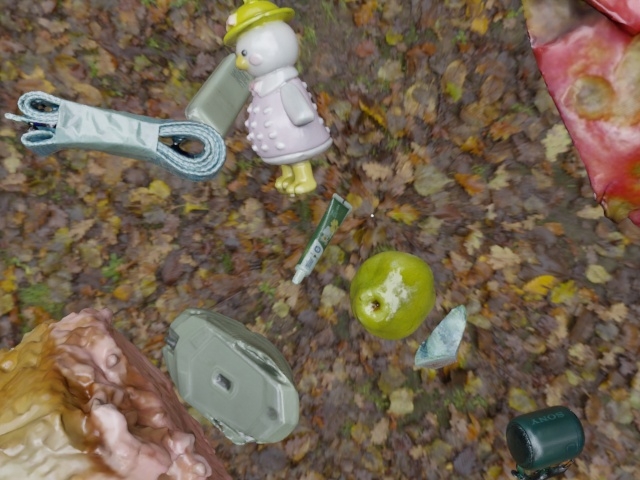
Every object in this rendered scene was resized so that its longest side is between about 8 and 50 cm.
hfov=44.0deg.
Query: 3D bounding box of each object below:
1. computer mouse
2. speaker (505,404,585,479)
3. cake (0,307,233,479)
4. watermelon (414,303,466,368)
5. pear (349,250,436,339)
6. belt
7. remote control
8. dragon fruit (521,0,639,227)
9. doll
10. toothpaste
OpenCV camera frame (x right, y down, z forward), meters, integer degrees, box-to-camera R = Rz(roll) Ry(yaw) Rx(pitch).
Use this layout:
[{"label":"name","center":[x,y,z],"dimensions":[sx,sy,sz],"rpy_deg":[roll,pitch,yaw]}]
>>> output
[{"label":"computer mouse","center":[-0.198,0.318,1.880],"dimensions":[0.429,0.145,0.228],"rpy_deg":[29,108,29]},{"label":"speaker","center":[0.246,0.232,0.866],"dimensions":[0.075,0.060,0.094],"rpy_deg":[-10,103,-18]},{"label":"cake","center":[-0.260,0.270,0.853],"dimensions":[0.293,0.314,0.307],"rpy_deg":[-37,111,-6]},{"label":"watermelon","center":[0.301,0.238,1.860],"dimensions":[0.081,0.094,0.180],"rpy_deg":[39,113,28]},{"label":"pear","center":[0.074,0.054,0.805],"dimensions":[0.092,0.097,0.092],"rpy_deg":[-1,88,30]},{"label":"belt","center":[-0.282,-0.143,1.112],"dimensions":[0.302,0.072,0.087],"rpy_deg":[10,93,-6]},{"label":"remote control","center":[-0.178,-0.272,1.487],"dimensions":[0.038,0.309,0.090],"rpy_deg":[-32,112,26]},{"label":"dragon fruit","center":[0.304,-0.182,0.552],"dimensions":[0.249,0.371,0.386],"rpy_deg":[-18,118,43]},{"label":"doll","center":[-0.041,-0.143,0.770],"dimensions":[0.081,0.129,0.207],"rpy_deg":[-21,109,-16]},{"label":"toothpaste","center":[0.000,0.000,1.518],"dimensions":[0.049,0.031,0.204],"rpy_deg":[36,66,-14]}]
